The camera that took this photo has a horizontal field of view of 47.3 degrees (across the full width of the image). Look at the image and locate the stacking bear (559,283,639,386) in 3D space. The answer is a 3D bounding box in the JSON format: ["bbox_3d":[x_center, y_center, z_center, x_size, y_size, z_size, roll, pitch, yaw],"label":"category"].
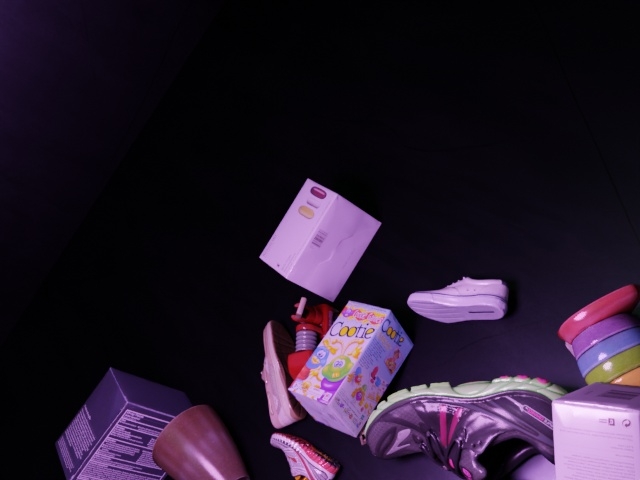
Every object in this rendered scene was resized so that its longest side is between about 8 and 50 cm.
[{"bbox_3d":[0.589,0.258,1.362,0.164,0.175,0.289,-24,61,-1],"label":"stacking bear"}]

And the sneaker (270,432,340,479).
[{"bbox_3d":[-0.056,0.555,1.843,0.225,0.088,0.093,20,83,47],"label":"sneaker"}]

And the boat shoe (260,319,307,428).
[{"bbox_3d":[-0.120,0.363,2.001,0.098,0.109,0.302,-32,54,24],"label":"boat shoe"}]

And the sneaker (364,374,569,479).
[{"bbox_3d":[0.289,0.412,1.532,0.482,0.185,0.202,-20,51,36],"label":"sneaker"}]

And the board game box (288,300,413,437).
[{"bbox_3d":[0.077,0.303,1.761,0.142,0.144,0.275,9,53,46],"label":"board game box"}]

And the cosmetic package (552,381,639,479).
[{"bbox_3d":[0.504,0.439,1.217,0.155,0.197,0.366,-2,89,42],"label":"cosmetic package"}]

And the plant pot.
[{"bbox_3d":[-0.303,0.604,1.981,0.230,0.215,0.215,37,95,34],"label":"plant pot"}]

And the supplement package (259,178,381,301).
[{"bbox_3d":[0.000,0.000,2.019,0.145,0.204,0.262,32,91,48],"label":"supplement package"}]

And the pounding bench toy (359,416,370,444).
[{"bbox_3d":[0.126,0.459,1.757,0.065,0.083,0.052,-11,53,2],"label":"pounding bench toy"}]

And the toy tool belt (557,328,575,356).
[{"bbox_3d":[0.539,0.211,1.518,0.051,0.052,0.083,-24,48,-9],"label":"toy tool belt"}]

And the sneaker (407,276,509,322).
[{"bbox_3d":[0.331,0.136,1.733,0.258,0.094,0.091,-1,48,38],"label":"sneaker"}]

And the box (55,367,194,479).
[{"bbox_3d":[-0.558,0.571,2.151,0.294,0.296,0.183,-52,42,6],"label":"box"}]

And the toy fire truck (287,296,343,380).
[{"bbox_3d":[-0.025,0.250,1.869,0.158,0.246,0.217,-17,56,36],"label":"toy fire truck"}]
